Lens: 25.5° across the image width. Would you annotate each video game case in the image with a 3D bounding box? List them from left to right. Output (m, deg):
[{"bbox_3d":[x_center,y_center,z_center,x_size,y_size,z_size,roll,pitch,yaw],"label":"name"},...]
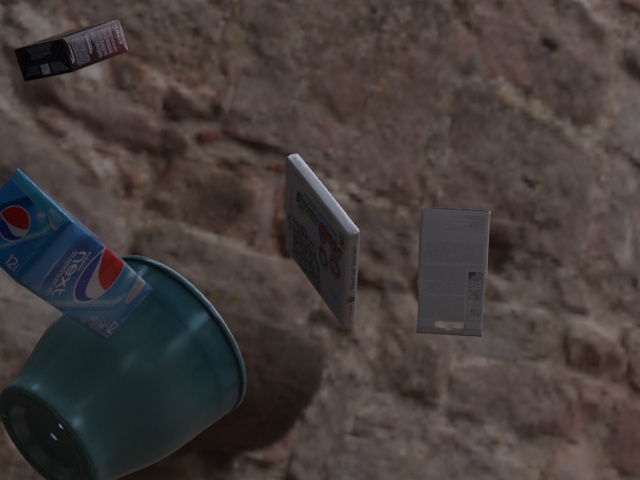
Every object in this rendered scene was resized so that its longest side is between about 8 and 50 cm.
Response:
[{"bbox_3d":[0.000,0.000,1.623,0.019,0.157,0.143,-17,-46,-21],"label":"video game case"}]

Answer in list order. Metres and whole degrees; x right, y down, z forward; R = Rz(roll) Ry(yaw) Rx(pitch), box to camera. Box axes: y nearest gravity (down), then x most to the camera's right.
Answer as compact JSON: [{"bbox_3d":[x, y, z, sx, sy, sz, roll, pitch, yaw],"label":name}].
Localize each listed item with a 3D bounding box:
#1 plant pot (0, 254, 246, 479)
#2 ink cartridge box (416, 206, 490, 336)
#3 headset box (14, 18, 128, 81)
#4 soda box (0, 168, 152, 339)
[{"bbox_3d":[-0.286,0.200,1.920,0.271,0.255,0.271,27,-42,28],"label":"plant pot"},{"bbox_3d":[0.119,0.029,1.279,0.063,0.115,0.029,3,-6,3],"label":"ink cartridge box"},{"bbox_3d":[-0.215,-0.168,1.240,0.062,0.032,0.083,-4,19,37],"label":"headset box"},{"bbox_3d":[-0.217,0.017,1.198,0.071,0.067,0.210,41,-5,20],"label":"soda box"}]
